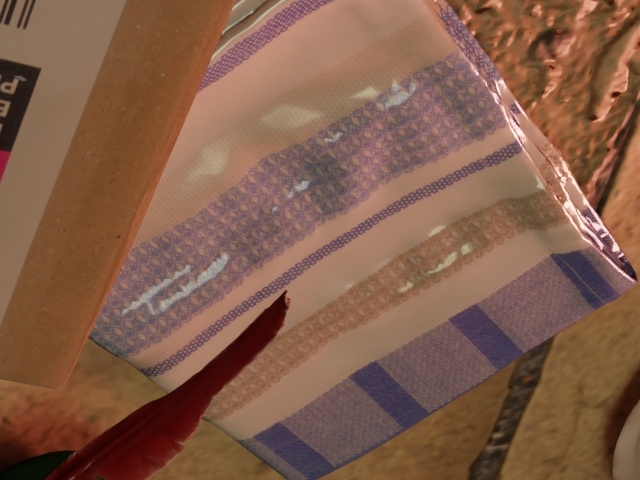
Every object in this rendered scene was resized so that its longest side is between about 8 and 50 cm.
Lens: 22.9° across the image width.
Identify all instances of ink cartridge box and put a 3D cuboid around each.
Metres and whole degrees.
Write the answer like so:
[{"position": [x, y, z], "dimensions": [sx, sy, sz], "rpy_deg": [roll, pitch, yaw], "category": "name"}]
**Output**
[{"position": [-0.159, -0.066, 0.467], "dimensions": [0.234, 0.088, 0.193], "rpy_deg": [11, 126, -22], "category": "ink cartridge box"}]

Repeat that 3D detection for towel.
[{"position": [0.000, 0.000, 0.666], "dimensions": [0.209, 0.034, 0.285], "rpy_deg": [-33, 137, 11], "category": "towel"}]

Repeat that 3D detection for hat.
[{"position": [-0.127, 0.101, 0.707], "dimensions": [0.208, 0.173, 0.183], "rpy_deg": [4, 92, -4], "category": "hat"}]

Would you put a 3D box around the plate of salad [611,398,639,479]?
[{"position": [0.255, 0.099, 0.866], "dimensions": [0.200, 0.048, 0.200], "rpy_deg": [-12, 136, -12], "category": "plate of salad"}]
